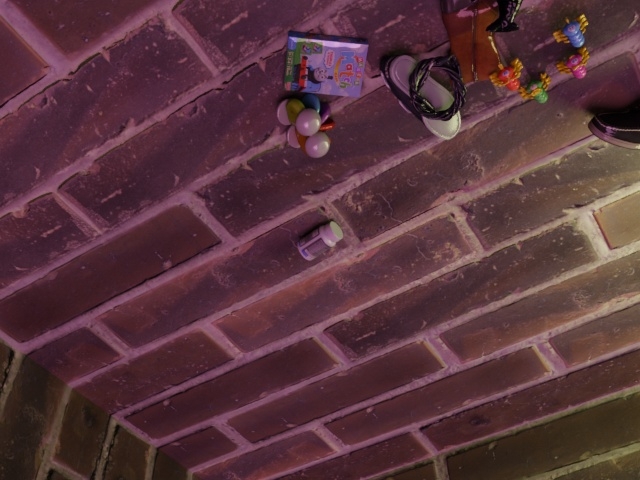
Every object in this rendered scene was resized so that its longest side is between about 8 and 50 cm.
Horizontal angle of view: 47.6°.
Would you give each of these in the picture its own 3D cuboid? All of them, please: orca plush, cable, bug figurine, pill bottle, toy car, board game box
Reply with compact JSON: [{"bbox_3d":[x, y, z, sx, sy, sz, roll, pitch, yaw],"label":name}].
[{"bbox_3d":[0.419,-0.633,1.686,0.151,0.102,0.287,12,105,13],"label":"orca plush"},{"bbox_3d":[0.309,-0.392,1.914,0.151,0.047,0.184,-22,123,-9],"label":"cable"},{"bbox_3d":[0.600,-0.458,1.911,0.279,0.072,0.216,-34,142,24],"label":"bug figurine"},{"bbox_3d":[0.000,0.000,2.333,0.137,0.078,0.078,-32,124,25],"label":"pill bottle"},{"bbox_3d":[-0.026,-0.328,2.020,0.136,0.159,0.182,-37,130,-15],"label":"toy car"},{"bbox_3d":[0.012,-0.471,1.948,0.212,0.039,0.160,4,131,-5],"label":"board game box"}]

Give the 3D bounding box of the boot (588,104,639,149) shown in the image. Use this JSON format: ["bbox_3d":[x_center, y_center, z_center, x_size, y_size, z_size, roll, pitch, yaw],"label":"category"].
[{"bbox_3d":[0.944,-0.390,1.966,0.378,0.138,0.284,3,132,-8],"label":"boot"}]

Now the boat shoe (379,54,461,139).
[{"bbox_3d":[0.275,-0.396,1.987,0.114,0.091,0.302,-46,122,-6],"label":"boat shoe"}]

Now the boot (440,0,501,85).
[{"bbox_3d":[0.450,-0.531,1.866,0.264,0.096,0.280,-13,132,7],"label":"boot"}]
